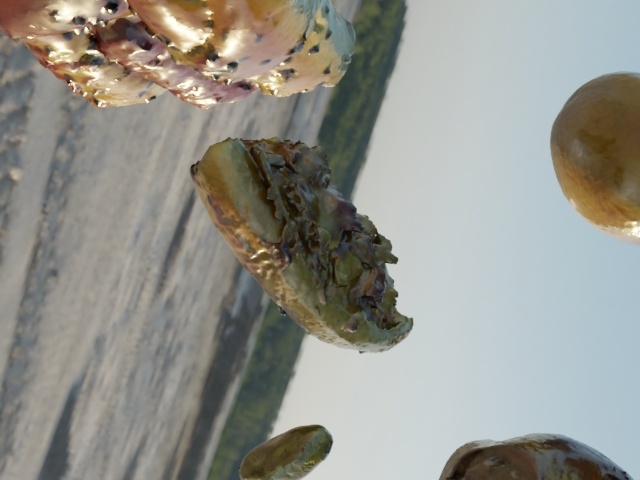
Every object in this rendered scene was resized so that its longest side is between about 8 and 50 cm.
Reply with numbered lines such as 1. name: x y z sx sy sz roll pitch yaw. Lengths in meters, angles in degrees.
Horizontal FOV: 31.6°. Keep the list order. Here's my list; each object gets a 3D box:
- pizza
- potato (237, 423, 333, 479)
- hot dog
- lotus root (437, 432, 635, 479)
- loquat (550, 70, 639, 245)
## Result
1. pizza: 0.000 0.000 0.970 0.086 0.305 0.161 -22 -132 26
2. potato: -0.031 0.186 0.956 0.092 0.045 0.046 -27 -146 18
3. hot dog: -0.167 -0.253 1.195 0.365 0.367 0.196 54 39 -76
4. lotus root: 0.193 0.257 1.019 0.180 0.199 0.188 54 37 -48
5. loquat: 0.353 -0.098 1.286 0.227 0.179 0.179 -116 -145 -45
